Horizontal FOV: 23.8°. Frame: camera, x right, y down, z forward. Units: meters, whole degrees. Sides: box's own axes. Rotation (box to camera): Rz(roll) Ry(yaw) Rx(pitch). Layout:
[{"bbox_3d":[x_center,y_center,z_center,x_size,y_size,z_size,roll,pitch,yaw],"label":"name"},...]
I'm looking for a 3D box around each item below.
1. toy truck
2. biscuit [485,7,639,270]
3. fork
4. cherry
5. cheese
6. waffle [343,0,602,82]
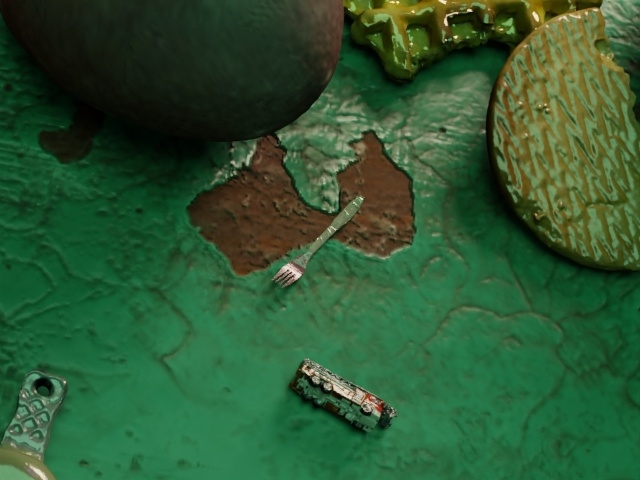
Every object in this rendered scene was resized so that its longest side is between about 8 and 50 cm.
[{"bbox_3d":[0.018,0.118,1.144,0.083,0.024,0.032,29,33,2],"label":"toy truck"},{"bbox_3d":[0.207,-0.074,1.260,0.144,0.033,0.224,-15,83,-14],"label":"biscuit"},{"bbox_3d":[0.000,0.001,1.202,0.016,0.012,0.115,42,58,2],"label":"fork"},{"bbox_3d":[-0.103,-0.205,1.156,0.307,0.221,0.261,0,62,5],"label":"cherry"},{"bbox_3d":[-0.211,0.172,1.044,0.092,0.047,0.171,37,62,3],"label":"cheese"},{"bbox_3d":[0.127,-0.244,1.324,0.291,0.051,0.291,5,64,-11],"label":"waffle"}]
